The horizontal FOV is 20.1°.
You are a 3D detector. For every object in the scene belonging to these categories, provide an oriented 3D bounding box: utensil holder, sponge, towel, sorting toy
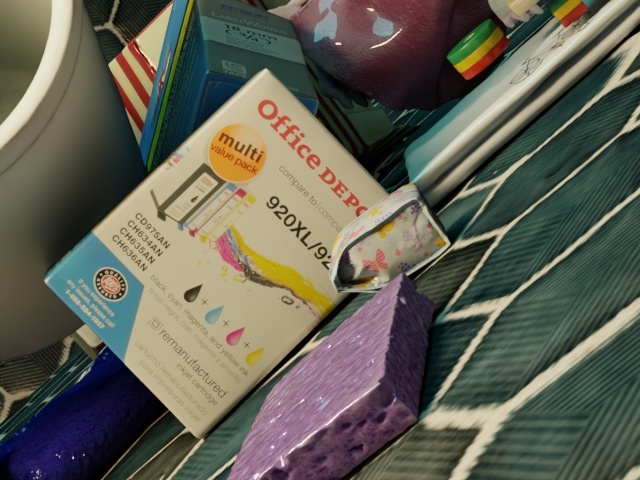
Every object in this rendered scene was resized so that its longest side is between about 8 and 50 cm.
[{"bbox_3d":[-0.321,-0.099,1.498,0.327,0.327,0.385,-44,-19,-11],"label":"utensil holder"},{"bbox_3d":[0.006,0.088,0.967,0.117,0.031,0.210,-42,6,14],"label":"sponge"},{"bbox_3d":[-0.210,0.155,1.748,0.308,0.076,0.227,-47,6,-35],"label":"towel"},{"bbox_3d":[0.216,-0.224,1.422,0.274,0.046,0.132,-42,8,9],"label":"sorting toy"}]

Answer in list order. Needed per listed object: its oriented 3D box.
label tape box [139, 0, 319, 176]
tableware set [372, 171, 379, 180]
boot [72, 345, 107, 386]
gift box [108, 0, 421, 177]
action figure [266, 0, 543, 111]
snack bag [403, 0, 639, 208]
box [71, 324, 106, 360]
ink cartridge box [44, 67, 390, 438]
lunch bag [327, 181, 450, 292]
[{"bbox_3d":[-0.096,-0.092,1.682,0.334,0.106,0.241,-106,30,-64],"label":"label tape box"},{"bbox_3d":[0.000,0.000,1.635,0.128,0.039,0.194,-45,6,-25],"label":"tableware set"},{"bbox_3d":[-0.215,0.123,2.043,0.190,0.069,0.086,-45,11,-11],"label":"boot"},{"bbox_3d":[-0.070,-0.113,1.939,0.255,0.258,0.276,-41,-14,33],"label":"gift box"},{"bbox_3d":[0.124,-0.304,1.708,0.248,0.275,0.370,-43,-22,-50],"label":"action figure"},{"bbox_3d":[0.190,-0.159,1.527,0.323,0.037,0.342,-42,5,8],"label":"snack bag"},{"bbox_3d":[-0.260,0.060,2.164,0.127,0.148,0.232,-42,-10,-9],"label":"box"},{"bbox_3d":[-0.072,0.007,1.404,0.232,0.171,0.168,-44,5,-5],"label":"ink cartridge box"},{"bbox_3d":[0.044,0.005,1.232,0.083,0.053,0.071,-33,9,5],"label":"lunch bag"}]
